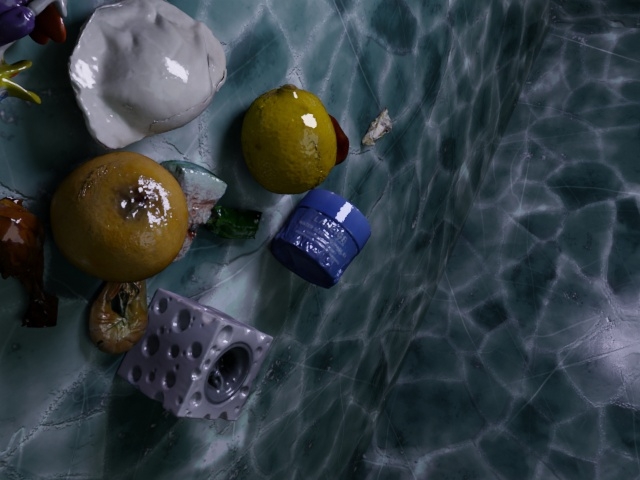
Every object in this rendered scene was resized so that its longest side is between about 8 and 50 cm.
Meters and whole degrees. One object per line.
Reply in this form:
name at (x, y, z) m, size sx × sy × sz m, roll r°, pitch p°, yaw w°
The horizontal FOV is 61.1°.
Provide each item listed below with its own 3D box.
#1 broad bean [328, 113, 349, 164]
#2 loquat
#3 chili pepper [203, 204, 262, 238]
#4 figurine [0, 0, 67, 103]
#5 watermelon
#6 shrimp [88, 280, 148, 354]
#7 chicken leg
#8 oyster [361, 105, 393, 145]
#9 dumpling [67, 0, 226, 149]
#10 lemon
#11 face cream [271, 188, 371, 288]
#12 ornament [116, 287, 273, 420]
broad bean at (0.012, -0.309, 1.664) m, size 0.156 × 0.122 × 0.228 m, roll -63°, pitch 151°, yaw -7°
loquat at (-0.393, -0.047, 1.076) m, size 0.263 × 0.263 × 0.263 m, roll -32°, pitch 132°, yaw -45°
chili pepper at (-0.237, -0.049, 1.486) m, size 0.224 × 0.061 × 0.098 m, roll 8°, pitch 114°, yaw -61°
figurine at (-0.502, -0.354, 0.837) m, size 0.193 × 0.154 × 0.421 m, roll -12°, pitch 115°, yaw -48°
watermelon at (-0.339, -0.069, 1.313) m, size 0.154 × 0.094 × 0.241 m, roll 13°, pitch 99°, yaw -50°
shrimp at (-0.461, 0.138, 1.254) m, size 0.145 × 0.061 × 0.267 m, roll 0°, pitch 109°, yaw -47°
chicken leg at (-0.559, 0.055, 1.041) m, size 0.113 × 0.093 × 0.304 m, roll -52°, pitch 150°, yaw -46°
oyster at (0.210, -0.421, 1.985) m, size 0.200 × 0.061 × 0.106 m, roll -35°, pitch 116°, yaw -46°
dumpling at (-0.334, -0.348, 1.079) m, size 0.341 × 0.181 × 0.260 m, roll -29°, pitch 124°, yaw -18°
lemon at (-0.081, -0.264, 1.423) m, size 0.258 × 0.258 × 0.310 m, roll -44°, pitch 144°, yaw -36°
face cream at (0.000, 0.000, 1.690) m, size 0.225 × 0.249 × 0.249 m, roll -56°, pitch 145°, yaw -20°
ornament at (-0.314, 0.294, 1.387) m, size 0.240 × 0.239 × 0.239 m, roll 36°, pitch 77°, yaw -57°
